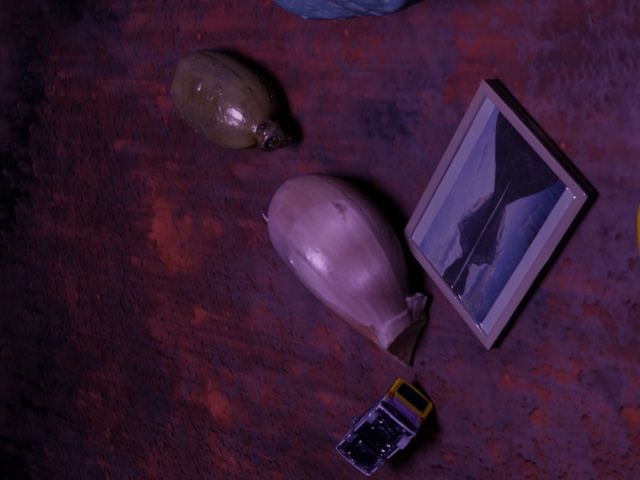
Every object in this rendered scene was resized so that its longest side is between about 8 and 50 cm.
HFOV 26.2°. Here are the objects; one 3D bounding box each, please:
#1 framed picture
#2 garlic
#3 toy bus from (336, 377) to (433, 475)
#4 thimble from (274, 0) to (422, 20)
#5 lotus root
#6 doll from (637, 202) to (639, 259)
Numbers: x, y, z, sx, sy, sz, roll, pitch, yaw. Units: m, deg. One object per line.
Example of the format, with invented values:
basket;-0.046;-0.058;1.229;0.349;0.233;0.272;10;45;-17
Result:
framed picture;0.151;-0.021;1.221;0.150;0.015;0.203;54;138;28
garlic;-0.001;-0.005;1.371;0.266;0.128;0.148;53;135;43
toy bus;0.063;0.184;1.364;0.052;0.058;0.102;40;138;2
thimble;0.024;-0.305;1.153;0.143;0.198;0.235;6;111;51
lotus root;-0.098;-0.146;1.469;0.183;0.077;0.090;39;130;43
doll;0.306;0.102;0.978;0.145;0.103;0.316;10;113;48
